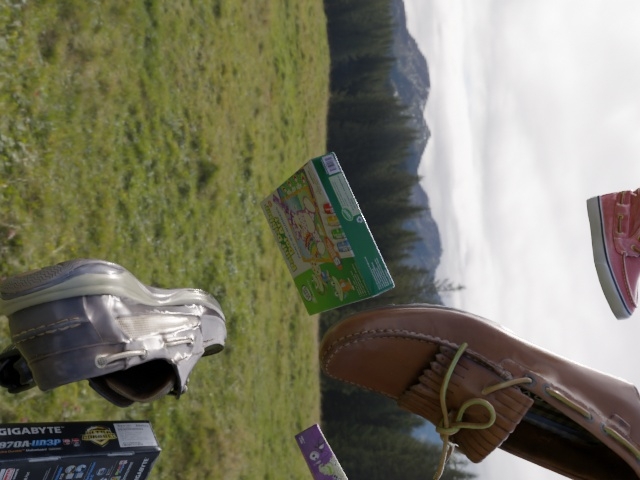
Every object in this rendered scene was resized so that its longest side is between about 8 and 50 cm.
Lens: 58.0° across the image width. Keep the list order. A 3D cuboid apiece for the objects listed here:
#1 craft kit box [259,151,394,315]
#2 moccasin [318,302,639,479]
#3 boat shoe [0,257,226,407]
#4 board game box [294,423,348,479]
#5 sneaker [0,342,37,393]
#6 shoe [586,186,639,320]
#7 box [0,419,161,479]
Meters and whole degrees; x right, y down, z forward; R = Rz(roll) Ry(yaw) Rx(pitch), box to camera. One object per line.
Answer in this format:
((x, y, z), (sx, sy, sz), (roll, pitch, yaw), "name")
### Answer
((0.000, 0.000, 1.044), (0.249, 0.061, 0.247), (66, -27, 3), "craft kit box")
((0.178, 0.180, 0.627), (0.139, 0.380, 0.147), (-57, -167, 41), "moccasin")
((-0.209, 0.122, 0.648), (0.355, 0.133, 0.130), (37, 38, -67), "boat shoe")
((0.070, 0.449, 0.811), (0.347, 0.056, 0.208), (-131, -156, -53), "board game box")
((-0.408, 0.169, 0.782), (0.075, 0.171, 0.063), (-22, 98, -49), "sneaker")
((0.367, 0.007, 0.674), (0.063, 0.081, 0.177), (44, 42, -34), "shoe")
((-0.300, 0.297, 0.632), (0.051, 0.175, 0.220), (45, -67, 44), "box")
